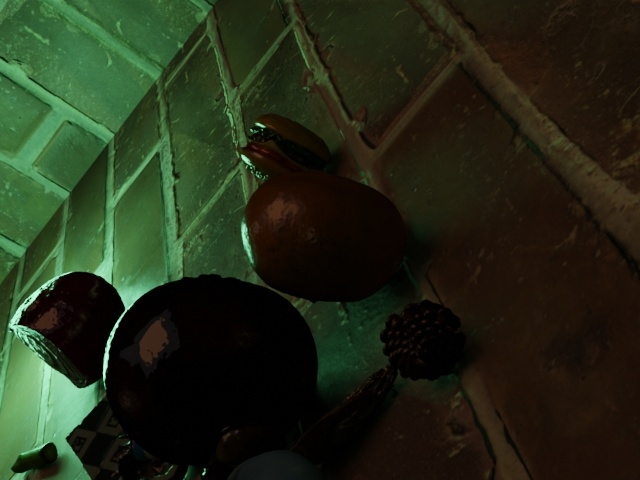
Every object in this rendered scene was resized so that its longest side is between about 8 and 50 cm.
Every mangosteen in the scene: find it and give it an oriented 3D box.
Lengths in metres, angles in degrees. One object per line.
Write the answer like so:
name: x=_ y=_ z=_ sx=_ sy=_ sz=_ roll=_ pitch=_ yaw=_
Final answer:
mangosteen: x=-0.147 y=0.191 z=1.534 sx=0.297 sy=0.297 sz=0.293 roll=-173 pitch=84 yaw=-64

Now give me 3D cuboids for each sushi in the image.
sushi: x=-0.258 y=0.299 z=1.857 sx=0.294 sy=0.059 sz=0.292 roll=-46 pitch=37 yaw=-4

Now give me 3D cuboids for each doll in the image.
doll: x=-0.079 y=0.358 z=1.354 sx=0.314 sy=0.141 sz=0.177 roll=-44 pitch=46 yaw=40

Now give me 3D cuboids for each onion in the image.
onion: x=-0.491 y=0.165 z=2.329 sx=0.206 sy=0.216 sz=0.207 roll=-13 pitch=40 yaw=53

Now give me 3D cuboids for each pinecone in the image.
pinecone: x=0.118 y=0.118 z=1.341 sx=0.102 sy=0.102 sz=0.109 roll=-58 pitch=5 yaw=-4

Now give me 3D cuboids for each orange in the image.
orange: x=0.000 y=0.000 z=1.556 sx=0.240 sy=0.240 sz=0.171 roll=-3 pitch=74 yaw=62

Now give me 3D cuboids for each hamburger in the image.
hamburger: x=-0.060 y=-0.149 z=1.971 sx=0.115 sy=0.162 sz=0.162 roll=-62 pitch=23 yaw=-1

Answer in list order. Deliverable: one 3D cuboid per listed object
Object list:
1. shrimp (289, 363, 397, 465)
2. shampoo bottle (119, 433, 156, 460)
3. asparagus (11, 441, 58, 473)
shrimp: x=0.027 y=0.223 z=1.409 sx=0.190 sy=0.101 sz=0.042 roll=-44 pitch=67 yaw=5
shampoo bottle: x=-0.231 y=0.292 z=1.750 sx=0.183 sy=0.050 sz=0.087 roll=-16 pitch=48 yaw=29
asparagus: x=-0.597 y=0.456 z=2.362 sx=0.041 sy=0.045 sz=0.178 roll=-32 pitch=3 yaw=-41
